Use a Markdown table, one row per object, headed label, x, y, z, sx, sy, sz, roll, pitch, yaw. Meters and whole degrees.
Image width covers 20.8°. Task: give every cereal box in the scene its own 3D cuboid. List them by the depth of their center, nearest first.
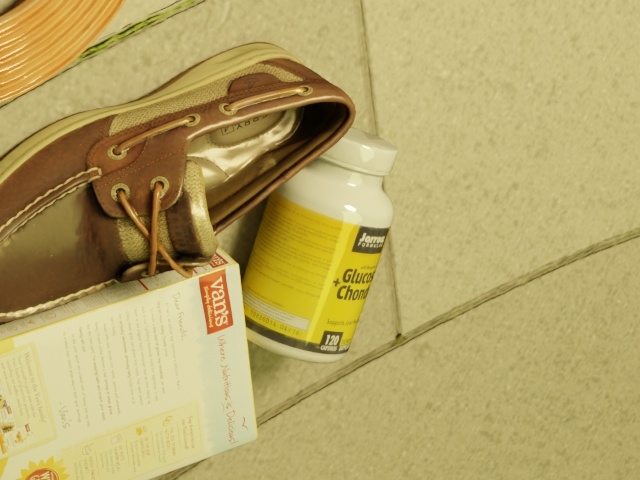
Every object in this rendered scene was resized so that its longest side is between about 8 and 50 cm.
| label | x | y | z | sx | sy | sz | roll | pitch | yaw |
| --- | --- | --- | --- | --- | --- | --- | --- | --- | --- |
| cereal box | -0.170 | 0.117 | 1.368 | 0.240 | 0.047 | 0.173 | -18 | 121 | -24 |

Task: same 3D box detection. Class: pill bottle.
| label | x | y | z | sx | sy | sz | roll | pitch | yaw |
| --- | --- | --- | --- | --- | --- | --- | --- | --- | --- |
| pill bottle | 0.000 | 0.000 | 1.425 | 0.103 | 0.103 | 0.184 | 7 | 107 | -41 |

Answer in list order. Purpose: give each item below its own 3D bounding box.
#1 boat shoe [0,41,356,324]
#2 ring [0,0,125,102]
| label | x | y | z | sx | sy | sz | roll | pitch | yaw |
| --- | --- | --- | --- | --- | --- | --- | --- | --- | --- |
| boat shoe | -0.122 | -0.035 | 1.296 | 0.342 | 0.123 | 0.123 | -30 | 127 | -24 |
| ring | -0.250 | -0.245 | 1.154 | 0.336 | 0.032 | 0.336 | -19 | 122 | -32 |
